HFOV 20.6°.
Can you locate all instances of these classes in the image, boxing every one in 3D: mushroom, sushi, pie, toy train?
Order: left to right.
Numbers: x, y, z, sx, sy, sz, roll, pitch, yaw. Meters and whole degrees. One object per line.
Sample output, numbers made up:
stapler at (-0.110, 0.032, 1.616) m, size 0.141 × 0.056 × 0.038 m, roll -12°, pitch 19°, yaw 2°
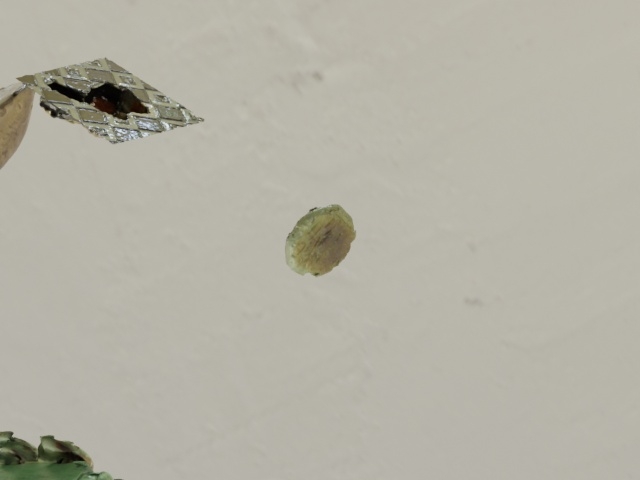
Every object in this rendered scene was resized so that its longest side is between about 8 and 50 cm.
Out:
mushroom at (-0.387, -0.107, 1.925) m, size 0.210 × 0.094 × 0.072 m, roll -25°, pitch -147°, yaw -37°
toy train at (-0.220, 0.206, 1.325) m, size 0.194 × 0.125 × 0.081 m, roll -5°, pitch -135°, yaw 33°
sushi at (-0.184, -0.112, 1.529) m, size 0.120 × 0.126 × 0.026 m, roll 33°, pitch -61°, yaw 23°
pie at (0.000, 0.000, 1.727) m, size 0.084 × 0.084 × 0.020 m, roll -47°, pitch -130°, yaw -5°
